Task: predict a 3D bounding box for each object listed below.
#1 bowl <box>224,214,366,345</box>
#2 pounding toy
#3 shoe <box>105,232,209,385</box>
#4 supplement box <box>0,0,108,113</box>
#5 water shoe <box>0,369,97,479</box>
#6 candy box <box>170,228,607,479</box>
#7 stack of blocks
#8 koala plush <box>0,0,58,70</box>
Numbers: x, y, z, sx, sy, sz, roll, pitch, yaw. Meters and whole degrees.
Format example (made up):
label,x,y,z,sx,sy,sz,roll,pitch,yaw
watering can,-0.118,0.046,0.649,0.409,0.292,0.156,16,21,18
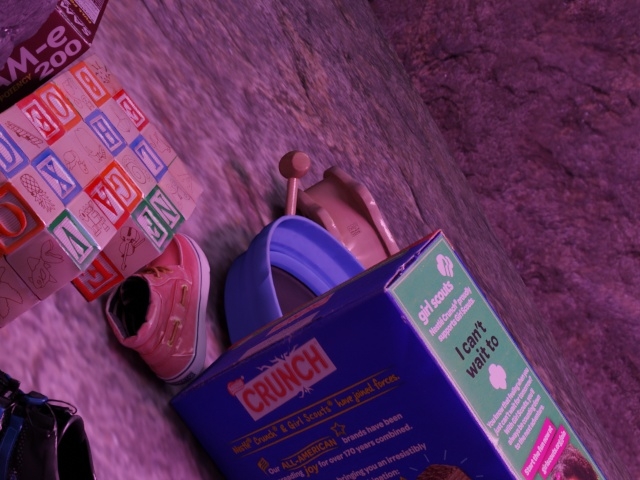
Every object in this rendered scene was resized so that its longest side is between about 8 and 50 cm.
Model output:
label,x,y,z,sx,sy,sz,roll,pitch,yaw
bowl,0.029,0.155,1.217,0.391,0.077,0.391,50,20,-26
pounding toy,0.000,0.000,1.449,0.269,0.155,0.154,62,-13,-13
shoe,-0.148,0.043,0.972,0.081,0.063,0.178,48,23,-41
supplement box,-0.268,-0.218,1.006,0.073,0.130,0.239,48,20,-26
water shoe,-0.192,0.120,0.688,0.203,0.080,0.073,56,17,-2
candy box,0.069,0.192,0.918,0.317,0.268,0.122,55,36,-6
stack of blocks,-0.213,-0.041,0.907,0.171,0.087,0.297,53,17,-13
koala plush,-0.320,-0.220,0.776,0.221,0.196,0.203,42,29,-6
